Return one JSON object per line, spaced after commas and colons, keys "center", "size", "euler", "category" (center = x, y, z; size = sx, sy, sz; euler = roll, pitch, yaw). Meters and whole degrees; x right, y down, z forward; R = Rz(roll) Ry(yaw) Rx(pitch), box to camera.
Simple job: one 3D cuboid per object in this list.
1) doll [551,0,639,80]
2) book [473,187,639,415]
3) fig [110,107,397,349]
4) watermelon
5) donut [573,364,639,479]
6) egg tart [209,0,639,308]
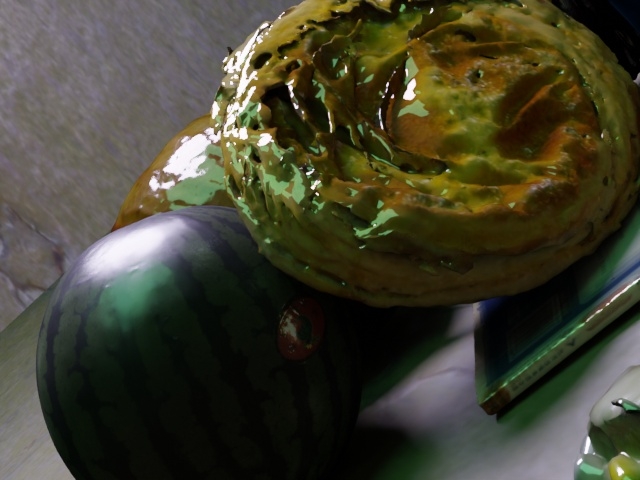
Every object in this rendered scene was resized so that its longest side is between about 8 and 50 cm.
{"center": [0.206, -0.222, 1.379], "size": [0.310, 0.240, 0.284], "euler": [-57, -20, -1], "category": "doll"}
{"center": [0.219, -0.034, 1.130], "size": [0.322, 0.018, 0.228], "euler": [-39, 11, 15], "category": "book"}
{"center": [0.000, 0.000, 1.327], "size": [0.321, 0.217, 0.217], "euler": [-3, 38, 53], "category": "fig"}
{"center": [-0.075, 0.085, 1.190], "size": [0.212, 0.212, 0.212], "euler": [-40, 11, 9], "category": "watermelon"}
{"center": [0.260, -0.021, 0.569], "size": [0.307, 0.150, 0.371], "euler": [-27, 18, 51], "category": "donut"}
{"center": [0.065, -0.056, 1.190], "size": [0.297, 0.297, 0.132], "euler": [-49, -27, -34], "category": "egg tart"}
